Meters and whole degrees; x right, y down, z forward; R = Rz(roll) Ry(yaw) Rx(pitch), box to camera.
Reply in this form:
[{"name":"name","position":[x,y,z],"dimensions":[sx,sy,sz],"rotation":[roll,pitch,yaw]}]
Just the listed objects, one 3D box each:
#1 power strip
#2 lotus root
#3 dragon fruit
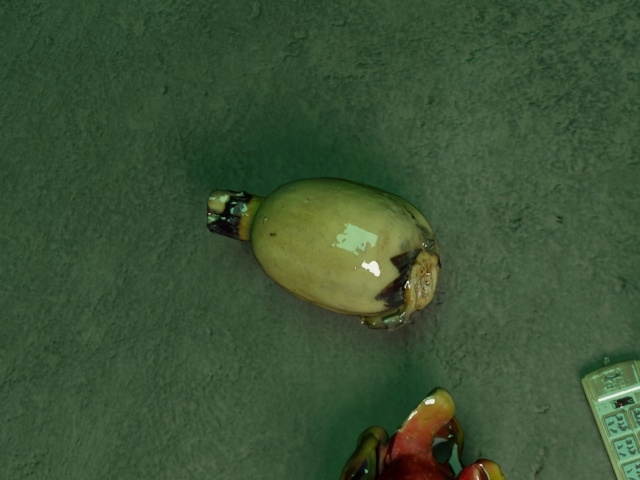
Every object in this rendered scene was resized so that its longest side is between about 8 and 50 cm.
[{"name":"power strip","position":[0.357,0.209,1.433],"dimensions":[0.076,0.028,0.169],"rotation":[-20,61,6]},{"name":"lotus root","position":[0.000,0.000,1.548],"dimensions":[0.310,0.183,0.182],"rotation":[18,70,23]},{"name":"dragon fruit","position":[0.107,0.335,1.348],"dimensions":[0.227,0.243,0.307],"rotation":[-18,19,31]}]
